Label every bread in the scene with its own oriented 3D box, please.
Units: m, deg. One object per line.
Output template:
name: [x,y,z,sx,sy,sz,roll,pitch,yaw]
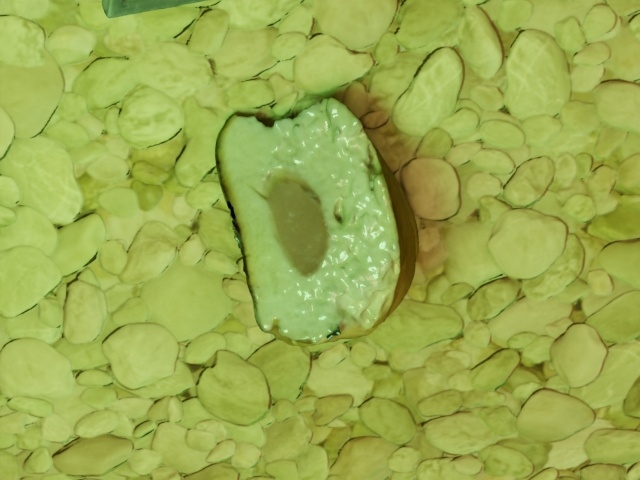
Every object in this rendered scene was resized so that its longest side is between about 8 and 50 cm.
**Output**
bread: [-0.003,-0.004,2.023,0.184,0.211,0.224,-15,131,12]

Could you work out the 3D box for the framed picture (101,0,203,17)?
framed picture: [0.009,-0.381,1.755,0.446,0.028,0.326,-13,130,-31]
